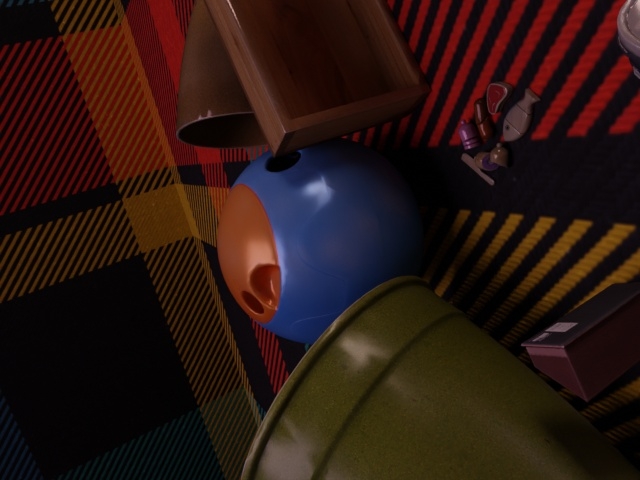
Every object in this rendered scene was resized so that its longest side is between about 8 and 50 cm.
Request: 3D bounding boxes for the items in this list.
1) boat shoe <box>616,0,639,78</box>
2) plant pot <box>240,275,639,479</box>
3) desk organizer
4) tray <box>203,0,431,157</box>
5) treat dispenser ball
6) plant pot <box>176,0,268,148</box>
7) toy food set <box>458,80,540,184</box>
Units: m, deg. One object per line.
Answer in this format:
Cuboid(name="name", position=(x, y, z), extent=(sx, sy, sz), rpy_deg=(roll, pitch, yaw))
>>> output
Cuboid(name="boat shoe", position=(0.284, -0.093, 0.319), extent=(0.206, 0.075, 0.065), rpy_deg=(49, -166, 28))
Cuboid(name="plant pot", position=(0.165, 0.283, 0.556), extent=(0.352, 0.366, 0.367), rpy_deg=(30, 139, 32))
Cuboid(name="desk organizer", position=(0.246, 0.085, 0.442), extent=(0.050, 0.130, 0.047), rpy_deg=(66, 157, 0))
Cuboid(name="tray", position=(-0.045, -0.325, 0.639), extent=(0.411, 0.202, 0.076), rpy_deg=(65, 158, 8))
Cuboid(name="treat dispenser ball", position=(0.000, 0.000, 0.711), extent=(0.288, 0.288, 0.288), rpy_deg=(48, 150, 40))
Cuboid(name="plant pot", position=(-0.141, -0.313, 0.887), extent=(0.237, 0.236, 0.255), rpy_deg=(171, 94, -67))
Cuboid(name="toy food set", position=(0.182, -0.119, 0.548), extent=(0.078, 0.019, 0.122), rpy_deg=(53, 153, 34))
